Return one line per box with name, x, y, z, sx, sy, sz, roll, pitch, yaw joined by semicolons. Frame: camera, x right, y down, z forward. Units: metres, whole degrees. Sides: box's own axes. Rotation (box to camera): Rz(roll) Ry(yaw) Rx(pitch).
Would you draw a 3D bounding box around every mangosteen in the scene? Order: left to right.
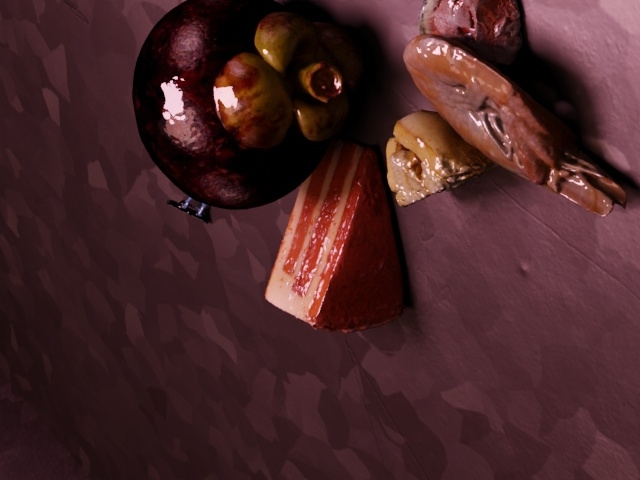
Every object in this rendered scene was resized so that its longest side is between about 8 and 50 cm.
mangosteen;-0.094;-0.199;1.715;0.297;0.313;0.297;56;-169;-16

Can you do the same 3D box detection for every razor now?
razor;-0.162;-0.077;2.108;0.082;0.042;0.253;27;159;-25

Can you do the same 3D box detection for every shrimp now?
shrimp;0.214;-0.133;1.444;0.317;0.077;0.168;37;170;27

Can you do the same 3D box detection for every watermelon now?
watermelon;0.173;-0.258;1.457;0.139;0.071;0.187;51;147;10

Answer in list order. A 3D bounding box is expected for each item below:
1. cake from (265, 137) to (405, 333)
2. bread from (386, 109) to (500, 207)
cake;0.000;0.000;1.817;0.158;0.160;0.262;20;128;52
bread;0.145;-0.111;1.588;0.156;0.103;0.110;-21;84;53
